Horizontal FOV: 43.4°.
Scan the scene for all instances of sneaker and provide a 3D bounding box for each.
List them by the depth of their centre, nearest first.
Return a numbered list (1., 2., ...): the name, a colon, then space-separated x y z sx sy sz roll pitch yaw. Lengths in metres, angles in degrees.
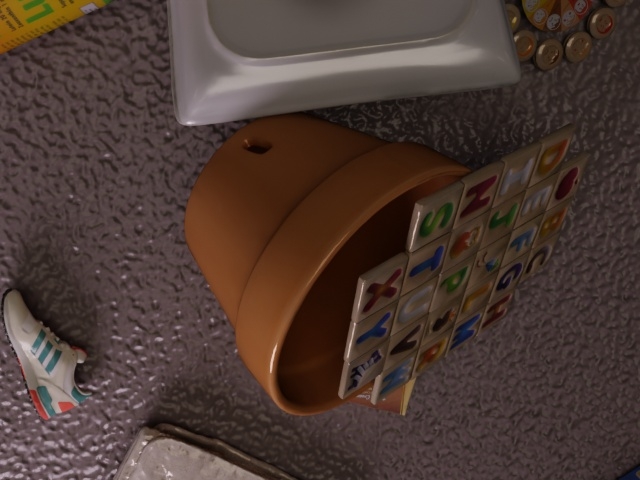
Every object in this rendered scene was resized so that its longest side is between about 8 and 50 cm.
1. sneaker: -0.317 0.125 0.937 0.075 0.057 0.161 -19 101 -18

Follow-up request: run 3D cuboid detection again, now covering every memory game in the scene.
1. memory game: 0.269 -0.281 0.897 0.186 0.012 0.186 -8 116 -17

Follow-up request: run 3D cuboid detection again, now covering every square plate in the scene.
1. square plate: 0.007 -0.302 0.816 0.347 0.049 0.344 -7 78 -2

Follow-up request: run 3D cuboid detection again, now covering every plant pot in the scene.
1. plant pot: 0.000 0.000 0.821 0.203 0.291 0.291 41 96 30

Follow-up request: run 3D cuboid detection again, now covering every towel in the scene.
1. towel: -0.130 0.350 0.992 0.282 0.049 0.187 28 98 -10

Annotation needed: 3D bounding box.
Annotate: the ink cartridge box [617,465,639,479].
1. ink cartridge box: 0.374 0.491 1.012 0.395 0.151 0.270 -33 101 3

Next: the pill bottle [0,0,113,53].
1. pill bottle: -0.334 -0.264 0.815 0.245 0.136 0.136 -25 101 0

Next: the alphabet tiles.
1. alphabet tiles: 0.156 0.031 0.840 0.342 0.011 0.285 -27 142 -33

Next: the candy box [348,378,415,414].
1. candy box: 0.025 0.132 0.962 0.186 0.053 0.109 15 99 -6
